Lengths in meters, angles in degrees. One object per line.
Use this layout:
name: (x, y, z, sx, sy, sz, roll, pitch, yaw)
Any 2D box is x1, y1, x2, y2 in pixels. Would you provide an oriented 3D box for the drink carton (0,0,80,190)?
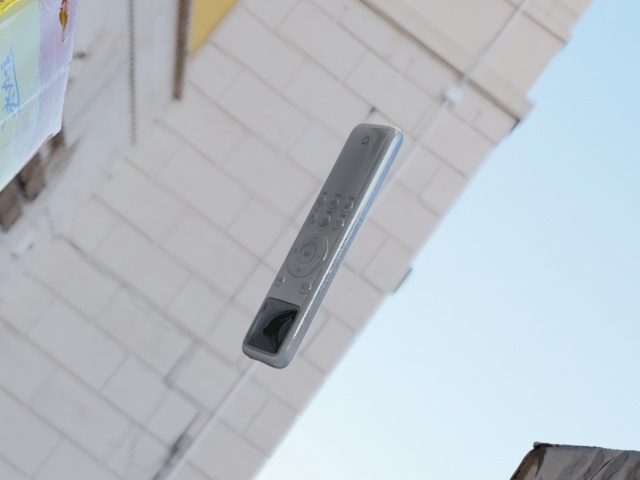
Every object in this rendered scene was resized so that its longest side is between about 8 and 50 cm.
drink carton: (-0.262, -0.094, 0.829, 0.111, 0.154, 0.351, 15, 25, 2)

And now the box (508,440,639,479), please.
box: (0.216, 0.286, 0.912, 0.190, 0.225, 0.297, 37, -13, -6)

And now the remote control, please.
remote control: (0.000, 0.000, 1.231, 0.067, 0.261, 0.029, 14, -18, 49)
